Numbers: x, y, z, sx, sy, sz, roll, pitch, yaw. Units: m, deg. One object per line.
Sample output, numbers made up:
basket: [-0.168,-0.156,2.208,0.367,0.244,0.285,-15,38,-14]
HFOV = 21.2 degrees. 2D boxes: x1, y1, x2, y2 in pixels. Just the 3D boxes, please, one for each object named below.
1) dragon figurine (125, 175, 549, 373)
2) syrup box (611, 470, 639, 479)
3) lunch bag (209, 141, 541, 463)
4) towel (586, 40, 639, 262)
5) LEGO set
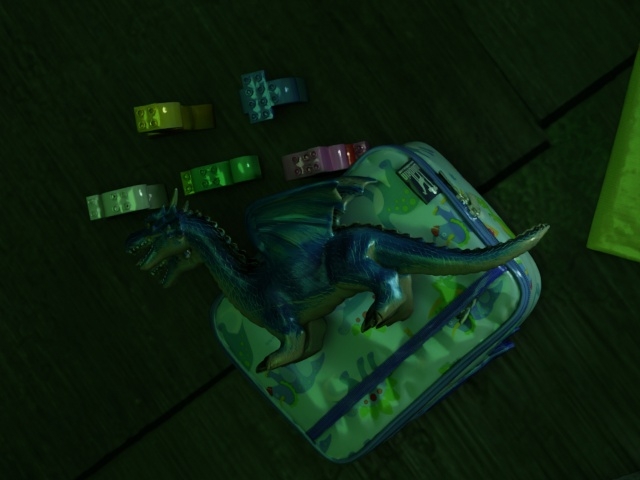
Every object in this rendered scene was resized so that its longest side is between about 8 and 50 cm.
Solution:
dragon figurine: [0.000,0.000,1.182,0.289,0.085,0.144,-23,85,21]
syrup box: [0.253,0.209,1.203,0.237,0.093,0.096,-22,86,17]
lunch bag: [0.043,0.047,1.265,0.219,0.090,0.176,-41,83,16]
towel: [0.268,-0.096,1.223,0.102,0.021,0.237,17,99,22]
LEGO set: [-0.088,-0.075,1.295,0.227,0.093,0.087,-12,89,18]
